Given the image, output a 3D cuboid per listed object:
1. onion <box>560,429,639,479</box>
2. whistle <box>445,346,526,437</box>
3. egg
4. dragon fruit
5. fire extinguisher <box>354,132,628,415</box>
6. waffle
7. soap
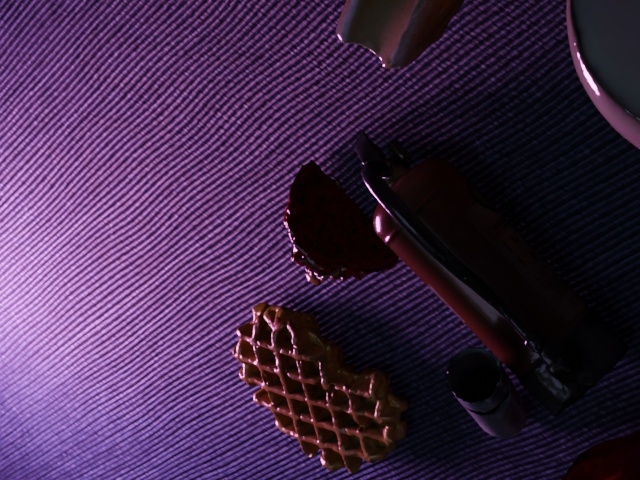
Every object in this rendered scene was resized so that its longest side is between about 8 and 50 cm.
[{"bbox_3d":[0.389,0.389,1.848,0.385,0.348,0.348,22,154,-29],"label":"onion"},{"bbox_3d":[0.186,0.172,1.916,0.062,0.062,0.312,37,176,17],"label":"whistle"},{"bbox_3d":[0.317,-0.168,1.513,0.271,0.206,0.162,51,176,13],"label":"egg"},{"bbox_3d":[0.000,0.000,2.035,0.162,0.106,0.083,49,144,-3],"label":"dragon fruit"},{"bbox_3d":[0.164,0.013,1.847,0.376,0.113,0.200,46,171,7],"label":"fire extinguisher"},{"bbox_3d":[-0.005,0.184,2.236,0.253,0.056,0.249,54,142,-4],"label":"waffle"},{"bbox_3d":[0.118,-0.304,1.605,0.089,0.173,0.274,34,141,8],"label":"soap"}]
